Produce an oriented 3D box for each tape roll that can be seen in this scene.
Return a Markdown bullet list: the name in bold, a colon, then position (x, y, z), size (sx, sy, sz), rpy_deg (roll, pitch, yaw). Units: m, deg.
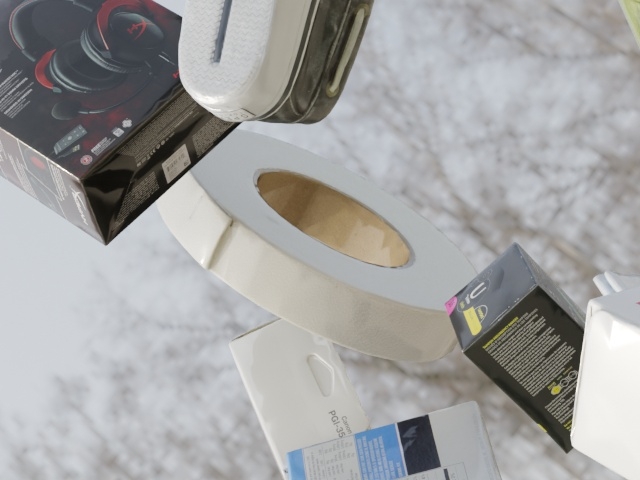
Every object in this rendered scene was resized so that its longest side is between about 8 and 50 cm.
- **tape roll**: position (0.000, 0.000, 2.182), size (0.392, 0.392, 0.072), rpy_deg (-6, -51, -58)

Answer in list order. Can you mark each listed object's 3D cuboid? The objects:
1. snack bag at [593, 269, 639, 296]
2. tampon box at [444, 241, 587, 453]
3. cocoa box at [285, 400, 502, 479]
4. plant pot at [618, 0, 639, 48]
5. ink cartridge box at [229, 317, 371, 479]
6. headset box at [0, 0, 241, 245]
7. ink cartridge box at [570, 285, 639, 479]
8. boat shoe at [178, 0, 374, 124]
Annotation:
- **snack bag**: position (0.454, 0.139, 1.756), size (0.343, 0.323, 0.037), rpy_deg (5, -55, -34)
- **tampon box**: position (0.217, 0.105, 1.909), size (0.101, 0.161, 0.120), rpy_deg (-43, 18, 10)
- **cocoa box**: position (0.116, 0.397, 2.122), size (0.228, 0.231, 0.347), rpy_deg (-15, -60, 2)
- **plant pot**: position (0.459, -0.313, 2.298), size (0.276, 0.276, 0.254), rpy_deg (-45, -39, -17)
- **ink cartridge box**: position (0.000, 0.242, 2.322), size (0.117, 0.207, 0.283), rpy_deg (-23, -36, -3)
- **headset box**: position (-0.254, -0.158, 1.968), size (0.218, 0.293, 0.110), rpy_deg (-43, -34, -22)
- **ink cartridge box**: position (0.288, 0.085, 1.126), size (0.237, 0.172, 0.100), rpy_deg (-13, -61, -38)
- **boat shoe**: position (-0.004, -0.239, 1.301), size (0.119, 0.121, 0.335), rpy_deg (11, -81, -53)
